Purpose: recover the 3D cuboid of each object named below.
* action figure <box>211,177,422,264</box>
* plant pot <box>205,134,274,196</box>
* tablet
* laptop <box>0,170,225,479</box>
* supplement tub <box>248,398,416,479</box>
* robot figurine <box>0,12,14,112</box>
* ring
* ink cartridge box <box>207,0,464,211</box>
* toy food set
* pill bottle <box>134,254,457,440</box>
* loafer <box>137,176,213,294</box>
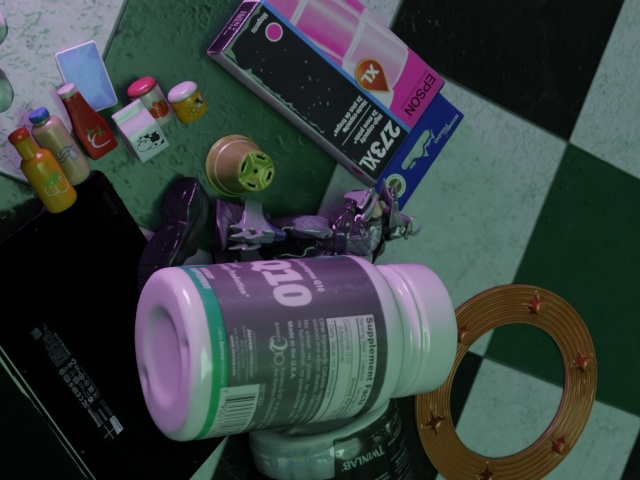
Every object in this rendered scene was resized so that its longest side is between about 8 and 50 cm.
[{"bbox_3d":[0.000,0.000,1.461,0.285,0.099,0.185,-7,136,-14],"label":"action figure"},{"bbox_3d":[-0.096,-0.093,1.426,0.083,0.079,0.083,-5,101,-26],"label":"plant pot"},{"bbox_3d":[-0.289,-0.199,1.358,0.054,0.006,0.083,-24,107,-19],"label":"tablet"},{"bbox_3d":[-0.363,0.194,1.368,0.408,0.236,0.382,-47,113,-43],"label":"laptop"},{"bbox_3d":[0.037,0.378,1.498,0.207,0.207,0.338,-19,107,-21],"label":"supplement tub"},{"bbox_3d":[-0.506,-0.183,1.141,0.353,0.200,0.300,-8,106,-19],"label":"robot figurine"},{"bbox_3d":[0.296,0.234,1.694,0.336,0.032,0.337,-5,101,-25],"label":"ring"},{"bbox_3d":[0.041,-0.208,1.484,0.371,0.069,0.176,38,82,-28],"label":"ink cartridge box"},{"bbox_3d":[-0.259,-0.145,1.314,0.232,0.111,0.104,-35,121,-13],"label":"toy food set"},{"bbox_3d":[-0.027,0.123,1.351,0.361,0.204,0.204,-3,100,-29],"label":"pill bottle"},{"bbox_3d":[-0.178,0.004,1.395,0.061,0.062,0.170,44,60,-43],"label":"loafer"}]
